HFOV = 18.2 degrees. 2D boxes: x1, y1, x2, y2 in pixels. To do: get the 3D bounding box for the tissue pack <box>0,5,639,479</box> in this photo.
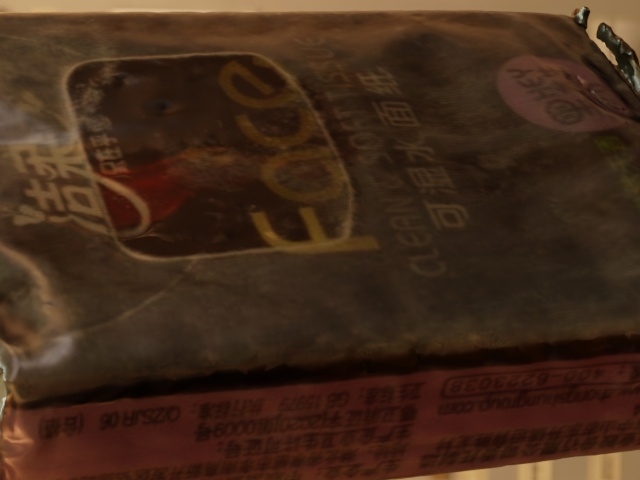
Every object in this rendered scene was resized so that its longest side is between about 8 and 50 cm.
[{"bbox_3d":[0.000,0.000,0.916,0.259,0.361,0.122,-115,30,-47],"label":"tissue pack"}]
